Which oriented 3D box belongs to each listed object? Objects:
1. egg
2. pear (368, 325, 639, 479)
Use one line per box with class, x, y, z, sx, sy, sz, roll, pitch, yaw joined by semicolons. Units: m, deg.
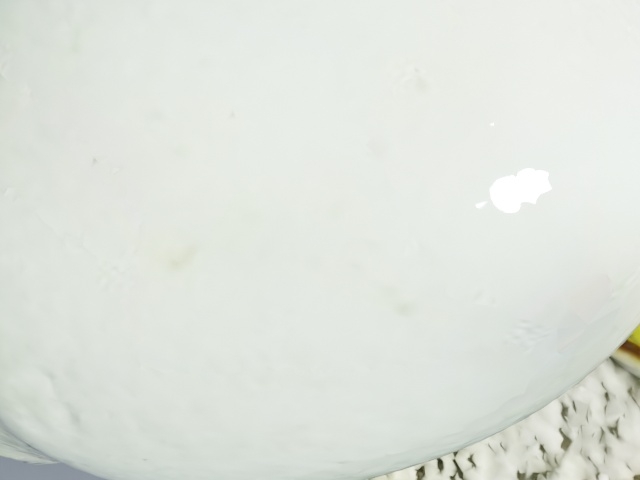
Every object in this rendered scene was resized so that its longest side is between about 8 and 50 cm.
egg;-0.001;-0.003;0.631;0.286;0.264;0.174;-37;53;2
pear;0.122;0.169;0.935;0.340;0.386;0.191;53;40;9
